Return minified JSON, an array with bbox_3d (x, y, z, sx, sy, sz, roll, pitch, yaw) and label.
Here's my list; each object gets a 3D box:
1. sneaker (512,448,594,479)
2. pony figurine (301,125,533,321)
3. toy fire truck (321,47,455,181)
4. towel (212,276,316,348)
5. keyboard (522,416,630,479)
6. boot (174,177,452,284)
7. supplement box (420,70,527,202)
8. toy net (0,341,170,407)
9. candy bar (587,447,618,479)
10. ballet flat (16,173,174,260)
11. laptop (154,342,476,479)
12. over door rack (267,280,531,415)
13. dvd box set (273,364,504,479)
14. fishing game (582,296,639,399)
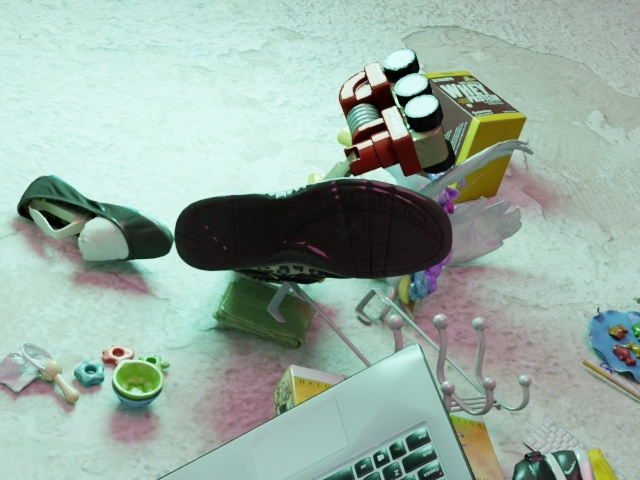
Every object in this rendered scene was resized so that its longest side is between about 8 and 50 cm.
[{"bbox_3d":[0.300,0.375,1.176,0.121,0.079,0.216,-5,47,5],"label":"sneaker"},{"bbox_3d":[0.163,-0.062,1.585,0.351,0.303,0.363,-34,55,-9],"label":"pony figurine"},{"bbox_3d":[0.074,-0.162,1.481,0.246,0.158,0.217,-20,43,5],"label":"toy fire truck"},{"bbox_3d":[-0.086,0.111,1.416,0.148,0.027,0.110,17,34,4],"label":"towel"},{"bbox_3d":[0.405,0.347,1.292,0.072,0.014,0.256,-23,50,-41],"label":"keyboard"},{"bbox_3d":[0.000,0.000,1.357,0.378,0.138,0.284,-4,-6,6],"label":"boot"},{"bbox_3d":[0.280,-0.213,1.858,0.129,0.191,0.194,-10,42,-32],"label":"supplement box"},{"bbox_3d":[-0.323,0.164,1.234,0.232,0.045,0.122,12,35,-5],"label":"toy net"},{"bbox_3d":[0.404,0.353,1.263,0.040,0.018,0.161,-6,43,-15],"label":"candy bar"},{"bbox_3d":[-0.364,-0.018,1.441,0.280,0.095,0.096,21,44,25],"label":"ballet flat"},{"bbox_3d":[-0.058,0.265,0.872,0.382,0.236,0.408,-29,39,9],"label":"laptop"},{"bbox_3d":[0.118,0.132,1.293,0.324,0.108,0.239,32,14,37],"label":"over door rack"},{"bbox_3d":[0.109,0.346,1.086,0.308,0.062,0.420,18,33,-21],"label":"dvd box set"},{"bbox_3d":[0.547,0.174,1.563,0.189,0.041,0.264,37,40,23],"label":"fishing game"}]
